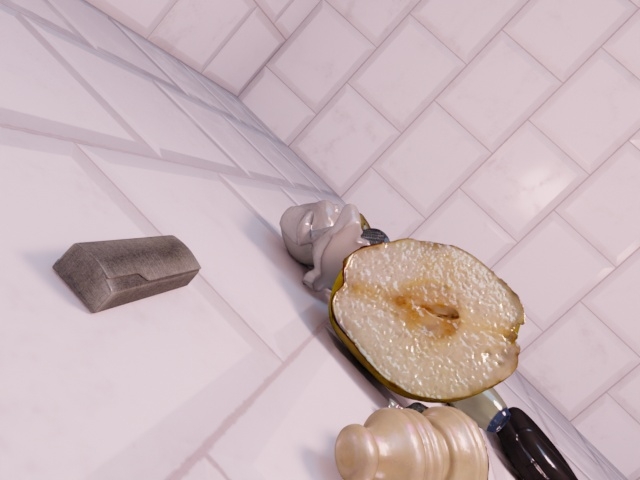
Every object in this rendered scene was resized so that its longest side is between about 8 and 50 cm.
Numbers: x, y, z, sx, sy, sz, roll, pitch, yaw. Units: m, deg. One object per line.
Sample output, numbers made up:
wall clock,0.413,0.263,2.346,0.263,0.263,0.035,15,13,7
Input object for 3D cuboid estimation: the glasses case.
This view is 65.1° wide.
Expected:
glasses case,-0.221,0.032,0.612,0.071,0.047,0.205,46,10,6

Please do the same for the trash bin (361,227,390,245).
trash bin,0.117,0.030,1.615,0.161,0.175,0.175,17,27,-48

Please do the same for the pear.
pear,0.203,0.180,1.053,0.387,0.340,0.191,19,-31,6

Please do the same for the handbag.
handbag,0.565,0.564,1.312,0.253,0.093,0.308,48,10,-7

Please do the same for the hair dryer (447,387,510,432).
hair dryer,0.356,0.383,1.350,0.296,0.119,0.298,43,-6,19

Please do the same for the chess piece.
chess piece,0.123,0.295,0.704,0.124,0.138,0.307,8,-14,43

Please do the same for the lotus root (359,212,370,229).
lotus root,0.117,-0.023,1.853,0.154,0.154,0.278,40,9,-19

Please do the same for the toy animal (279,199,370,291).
toy animal,0.000,0.000,1.225,0.265,0.206,0.271,42,-9,47

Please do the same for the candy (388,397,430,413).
candy,0.219,0.362,0.938,0.292,0.059,0.086,38,11,-35
